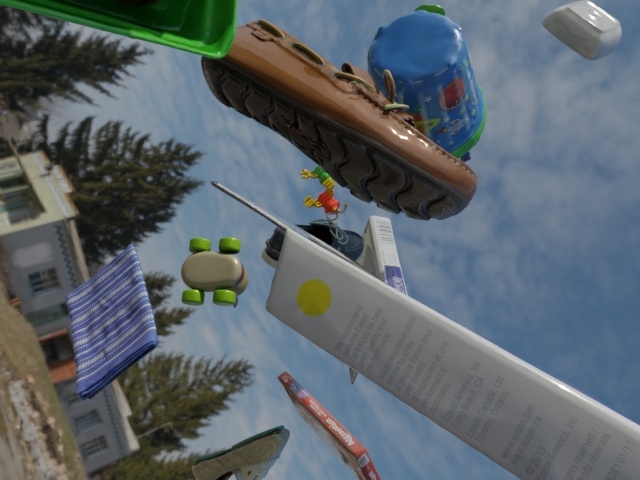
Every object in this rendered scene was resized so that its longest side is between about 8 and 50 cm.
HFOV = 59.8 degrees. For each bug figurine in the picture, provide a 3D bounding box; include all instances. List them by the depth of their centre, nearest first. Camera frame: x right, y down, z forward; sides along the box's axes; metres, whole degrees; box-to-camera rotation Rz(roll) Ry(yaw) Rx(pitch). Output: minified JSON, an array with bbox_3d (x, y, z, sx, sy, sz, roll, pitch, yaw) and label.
[{"bbox_3d":[0.072,-0.181,1.400,0.072,0.279,0.216,45,8,-38],"label":"bug figurine"}]

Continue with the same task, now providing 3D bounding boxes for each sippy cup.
[{"bbox_3d":[0.187,-0.288,1.037,0.305,0.240,0.224,63,3,29],"label":"sippy cup"}]

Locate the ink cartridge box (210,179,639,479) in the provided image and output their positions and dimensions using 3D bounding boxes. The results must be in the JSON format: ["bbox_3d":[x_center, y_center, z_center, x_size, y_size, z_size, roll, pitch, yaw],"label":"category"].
[{"bbox_3d":[0.083,0.083,0.455,0.307,0.072,0.304,28,-1,23],"label":"ink cartridge box"}]

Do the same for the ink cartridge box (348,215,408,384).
[{"bbox_3d":[0.136,0.160,1.490,0.324,0.072,0.329,-96,-164,-46],"label":"ink cartridge box"}]

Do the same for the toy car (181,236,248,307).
[{"bbox_3d":[-0.238,0.094,1.359,0.188,0.149,0.154,57,35,-68],"label":"toy car"}]

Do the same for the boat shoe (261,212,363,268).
[{"bbox_3d":[0.000,0.000,1.056,0.095,0.255,0.079,45,-58,37],"label":"boat shoe"}]

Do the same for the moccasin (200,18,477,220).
[{"bbox_3d":[0.031,-0.160,0.698,0.380,0.147,0.139,34,-21,21],"label":"moccasin"}]

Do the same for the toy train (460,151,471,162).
[{"bbox_3d":[0.324,-0.217,1.258,0.036,0.027,0.158,68,10,23],"label":"toy train"}]

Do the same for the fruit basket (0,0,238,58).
[{"bbox_3d":[-0.142,-0.303,0.418,0.392,0.393,0.282,24,-68,55],"label":"fruit basket"}]

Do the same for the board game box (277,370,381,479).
[{"bbox_3d":[0.017,0.374,1.086,0.281,0.027,0.145,28,-34,53],"label":"board game box"}]

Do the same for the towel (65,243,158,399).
[{"bbox_3d":[-0.518,0.190,1.356,0.040,0.243,0.335,42,14,-49],"label":"towel"}]

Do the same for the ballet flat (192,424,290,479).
[{"bbox_3d":[-0.086,0.255,0.634,0.168,0.057,0.052,-35,-114,39],"label":"ballet flat"}]

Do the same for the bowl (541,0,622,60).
[{"bbox_3d":[0.542,-0.439,1.137,0.142,0.142,0.053,47,-38,19],"label":"bowl"}]
